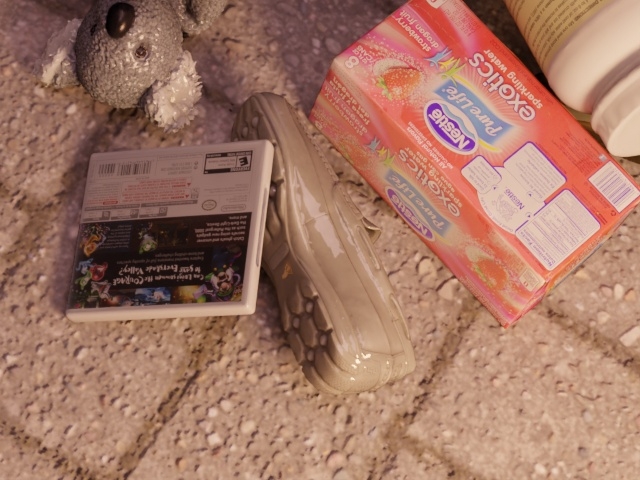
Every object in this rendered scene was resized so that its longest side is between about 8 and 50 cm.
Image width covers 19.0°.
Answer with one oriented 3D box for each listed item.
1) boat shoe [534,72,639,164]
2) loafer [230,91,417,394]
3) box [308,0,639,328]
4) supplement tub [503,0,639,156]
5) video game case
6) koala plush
[{"bbox_3d":[0.319,-0.126,1.972,0.223,0.080,0.073,11,71,-3],"label":"boat shoe"},{"bbox_3d":[0.000,0.000,1.844,0.111,0.112,0.319,-4,65,-36],"label":"loafer"},{"bbox_3d":[0.148,-0.083,1.882,0.154,0.142,0.300,-40,80,-23],"label":"box"},{"bbox_3d":[0.289,-0.269,1.839,0.235,0.235,0.325,-20,72,-19],"label":"supplement tub"},{"bbox_3d":[-0.142,-0.009,1.804,0.190,0.022,0.173,-3,65,21],"label":"video game case"},{"bbox_3d":[-0.170,-0.227,1.876,0.196,0.203,0.221,19,86,5],"label":"koala plush"}]
